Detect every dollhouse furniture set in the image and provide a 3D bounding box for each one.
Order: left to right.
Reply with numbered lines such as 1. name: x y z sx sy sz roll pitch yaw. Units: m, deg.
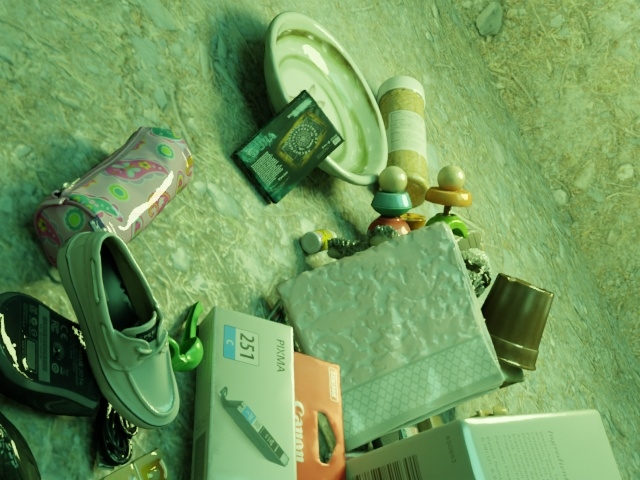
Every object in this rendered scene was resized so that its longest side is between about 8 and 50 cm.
1. dollhouse furniture set: 0.359 0.440 1.872 0.303 0.173 0.356 14 56 -54

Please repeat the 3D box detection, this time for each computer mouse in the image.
1. computer mouse: -0.328 0.159 1.104 0.272 0.072 0.189 47 29 -50

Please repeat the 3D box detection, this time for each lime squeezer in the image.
1. lime squeezer: -0.215 0.129 1.257 0.310 0.058 0.110 11 62 -68

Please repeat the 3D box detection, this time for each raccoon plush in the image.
1. raccoon plush: 0.174 0.050 1.841 0.299 0.216 0.446 59 25 -13

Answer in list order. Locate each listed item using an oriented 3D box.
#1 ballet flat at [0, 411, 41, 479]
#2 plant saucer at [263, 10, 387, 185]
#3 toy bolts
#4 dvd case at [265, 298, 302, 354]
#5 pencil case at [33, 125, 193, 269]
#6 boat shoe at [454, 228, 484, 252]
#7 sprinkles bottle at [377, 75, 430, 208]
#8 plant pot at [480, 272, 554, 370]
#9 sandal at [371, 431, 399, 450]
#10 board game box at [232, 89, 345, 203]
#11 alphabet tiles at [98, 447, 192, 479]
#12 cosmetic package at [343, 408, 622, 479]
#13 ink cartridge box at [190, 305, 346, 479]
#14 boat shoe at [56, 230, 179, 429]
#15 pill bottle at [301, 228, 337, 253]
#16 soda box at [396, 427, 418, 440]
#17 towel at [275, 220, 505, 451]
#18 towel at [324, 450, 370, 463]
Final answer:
1. ballet flat: -0.367 0.225 1.020 0.173 0.049 0.057 61 1 -16
2. plant saucer: -0.009 -0.283 1.924 0.400 0.100 0.401 37 39 -38
3. toy bolts: 0.190 -0.090 1.975 0.228 0.218 0.159 -6 105 -38
4. dvd case: -0.046 0.166 1.599 0.119 0.013 0.087 58 30 -14
5. pencil case: -0.285 -0.065 1.285 0.124 0.124 0.284 56 31 -13
6. boat shoe: 0.233 0.046 2.047 0.324 0.116 0.123 -11 104 -43
7. sprinkles bottle: 0.198 -0.241 2.202 0.121 0.121 0.355 40 37 -36
8. plant pot: 0.401 0.164 1.914 0.167 0.167 0.165 14 98 -54
9. sandal: 0.075 0.287 1.671 0.097 0.054 0.255 27 35 -56
10. board game box: -0.058 -0.176 1.712 0.186 0.026 0.126 -43 111 -13
11. alphabet tiles: -0.214 0.426 1.125 0.342 0.011 0.285 -17 82 -61
12. cosmetic package: 0.262 0.472 1.441 0.393 0.329 0.328 7 60 -44
13. ink cartridge box: -0.058 0.263 1.355 0.261 0.066 0.296 19 46 -25
14. boat shoe: -0.230 0.111 1.119 0.096 0.088 0.268 -27 102 -45
15. pill bottle: 0.000 0.000 1.772 0.083 0.043 0.043 -13 79 -61
16. soda box: 0.163 0.439 1.673 0.063 0.058 0.183 15 54 -53
17. towel: 0.128 0.163 1.592 0.053 0.331 0.317 139 -70 -76
18. towel: 0.070 0.455 1.546 0.144 0.029 0.197 18 52 -49
